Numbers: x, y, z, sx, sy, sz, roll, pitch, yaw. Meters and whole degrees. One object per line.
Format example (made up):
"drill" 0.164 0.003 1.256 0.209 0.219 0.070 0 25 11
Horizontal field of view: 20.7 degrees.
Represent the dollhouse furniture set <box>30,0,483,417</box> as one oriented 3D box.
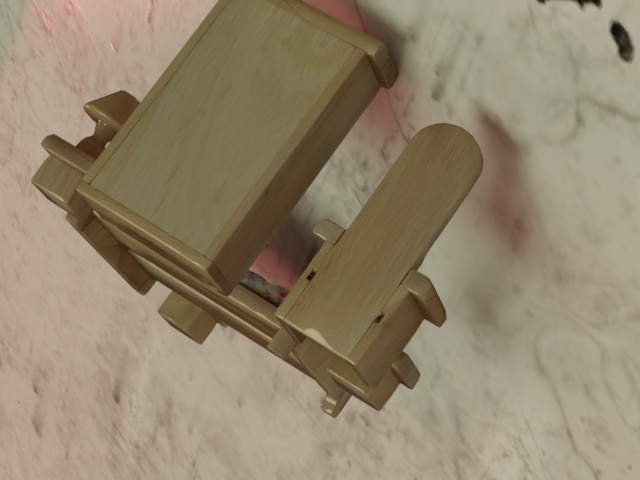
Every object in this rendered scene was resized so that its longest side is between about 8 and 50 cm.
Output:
"dollhouse furniture set" 0.000 0.000 1.175 0.303 0.174 0.355 31 169 25
